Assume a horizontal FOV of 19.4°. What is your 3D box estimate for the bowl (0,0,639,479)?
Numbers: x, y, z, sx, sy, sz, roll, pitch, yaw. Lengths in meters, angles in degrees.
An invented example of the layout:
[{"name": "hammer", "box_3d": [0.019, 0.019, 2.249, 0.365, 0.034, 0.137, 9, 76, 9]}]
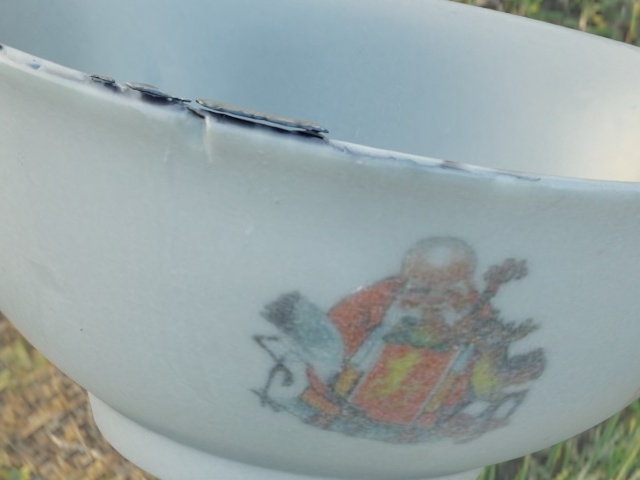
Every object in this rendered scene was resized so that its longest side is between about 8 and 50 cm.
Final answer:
[{"name": "bowl", "box_3d": [0.000, 0.000, 0.665, 0.345, 0.345, 0.157, 14, 106, 10]}]
